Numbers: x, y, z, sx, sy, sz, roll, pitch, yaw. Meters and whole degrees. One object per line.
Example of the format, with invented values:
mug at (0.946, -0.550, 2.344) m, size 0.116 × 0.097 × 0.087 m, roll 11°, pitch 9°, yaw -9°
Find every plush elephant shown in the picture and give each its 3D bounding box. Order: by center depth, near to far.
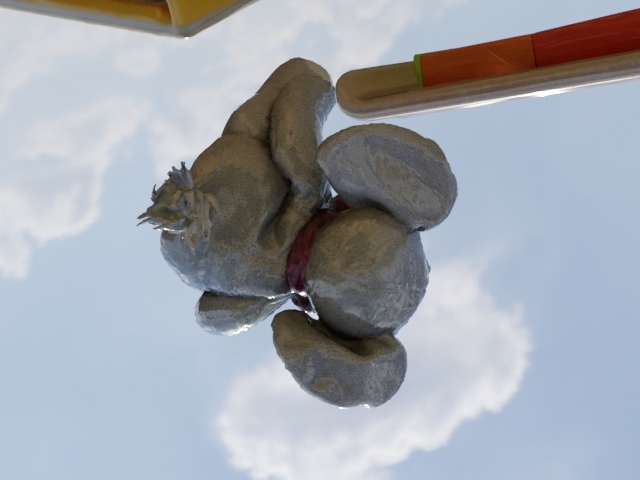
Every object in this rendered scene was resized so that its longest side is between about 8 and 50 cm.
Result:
plush elephant at (0.000, 0.000, 1.415) m, size 0.255 × 0.271 × 0.330 m, roll 26°, pitch -168°, yaw 8°

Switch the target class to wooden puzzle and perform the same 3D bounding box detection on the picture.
wooden puzzle at (0.161, -0.098, 0.779) m, size 0.221 × 0.044 × 0.239 m, roll -14°, pitch -169°, yaw -42°

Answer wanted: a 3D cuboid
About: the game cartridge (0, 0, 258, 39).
game cartridge at (-0.062, -0.231, 0.996) m, size 0.285 × 0.052 × 0.324 m, roll 16°, pitch -137°, yaw 44°
